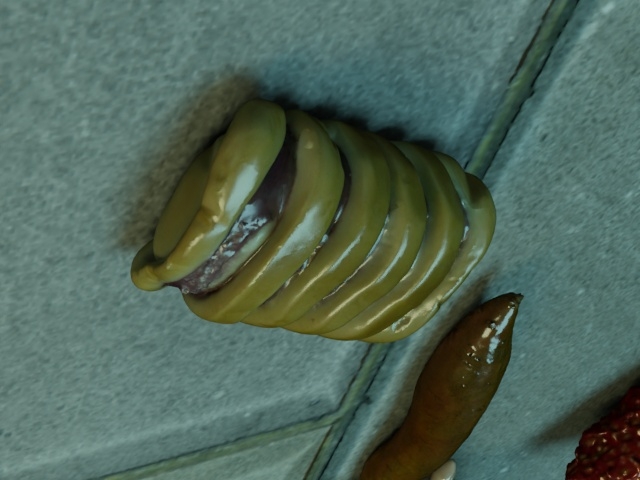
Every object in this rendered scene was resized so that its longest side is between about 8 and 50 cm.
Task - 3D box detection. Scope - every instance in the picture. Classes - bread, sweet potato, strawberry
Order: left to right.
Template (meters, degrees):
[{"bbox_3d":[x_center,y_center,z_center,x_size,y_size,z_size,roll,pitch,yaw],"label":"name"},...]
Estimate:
[{"bbox_3d":[0.000,0.000,0.861,0.225,0.081,0.134,9,132,-50],"label":"bread"},{"bbox_3d":[0.088,0.126,1.152,0.057,0.057,0.265,-10,142,-34],"label":"sweet potato"},{"bbox_3d":[0.308,0.166,1.387,0.228,0.098,0.174,-20,166,3],"label":"strawberry"}]

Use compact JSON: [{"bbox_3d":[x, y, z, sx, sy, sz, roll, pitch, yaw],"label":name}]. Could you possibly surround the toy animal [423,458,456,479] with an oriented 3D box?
[{"bbox_3d":[0.097,0.239,1.318,0.083,0.089,0.150,-48,150,-14],"label":"toy animal"}]
